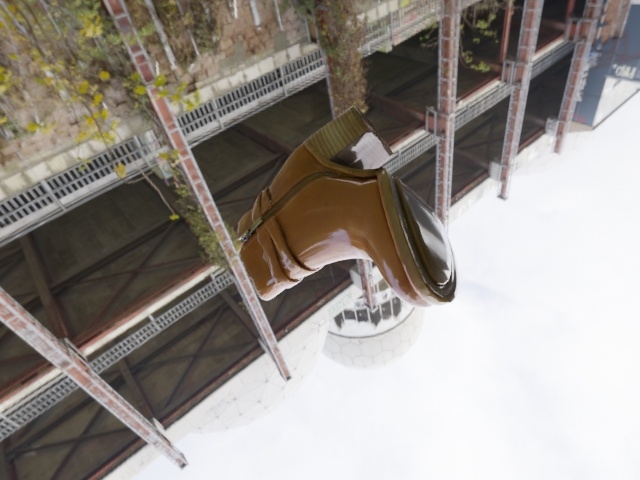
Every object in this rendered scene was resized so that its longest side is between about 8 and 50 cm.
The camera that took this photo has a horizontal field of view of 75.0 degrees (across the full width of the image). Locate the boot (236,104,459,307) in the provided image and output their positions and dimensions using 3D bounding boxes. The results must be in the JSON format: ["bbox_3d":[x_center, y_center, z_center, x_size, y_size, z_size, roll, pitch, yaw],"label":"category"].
[{"bbox_3d":[0.000,0.000,0.446,0.220,0.109,0.283,-40,-132,21],"label":"boot"}]
